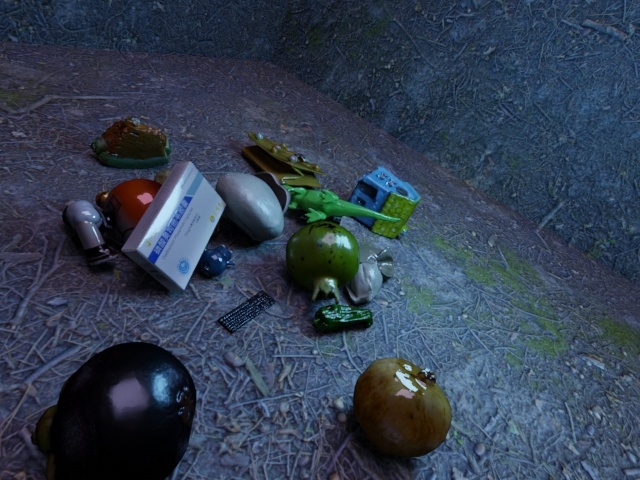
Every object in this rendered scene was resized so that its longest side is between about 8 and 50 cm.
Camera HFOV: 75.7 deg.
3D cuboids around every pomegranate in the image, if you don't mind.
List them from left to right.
[{"bbox_3d":[0.009,0.076,1.390,0.260,0.261,0.341,13,39,-17],"label":"pomegranate"},{"bbox_3d":[0.204,0.412,1.035,0.248,0.248,0.248,17,33,-12],"label":"pomegranate"}]

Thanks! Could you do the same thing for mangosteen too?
[{"bbox_3d":[-0.393,0.335,0.771,0.302,0.275,0.275,-12,36,4],"label":"mangosteen"}]

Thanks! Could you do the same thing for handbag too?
[{"bbox_3d":[-0.176,-0.396,2.019,0.283,0.133,0.401,4,29,-48],"label":"handbag"}]

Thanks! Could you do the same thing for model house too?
[{"bbox_3d":[0.305,-0.166,1.928,0.303,0.237,0.215,34,35,12],"label":"model house"}]

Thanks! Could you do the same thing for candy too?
[{"bbox_3d":[-0.247,-0.127,1.478,0.295,0.295,0.185,35,76,17],"label":"candy"}]

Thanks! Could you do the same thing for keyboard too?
[{"bbox_3d":[-0.218,0.211,1.246,0.061,0.013,0.204,36,34,17],"label":"keyboard"}]

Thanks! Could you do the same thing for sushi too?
[{"bbox_3d":[0.002,-0.108,1.812,0.192,0.051,0.215,10,29,6],"label":"sushi"}]

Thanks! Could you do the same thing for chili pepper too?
[{"bbox_3d":[0.074,0.249,1.327,0.256,0.074,0.100,1,39,-34],"label":"chili pepper"}]

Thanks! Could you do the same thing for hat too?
[{"bbox_3d":[0.192,0.099,1.646,0.173,0.144,0.166,-11,20,30],"label":"hat"}]

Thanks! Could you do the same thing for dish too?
[{"bbox_3d":[-0.204,-0.173,1.644,0.213,0.213,0.090,34,26,15],"label":"dish"}]

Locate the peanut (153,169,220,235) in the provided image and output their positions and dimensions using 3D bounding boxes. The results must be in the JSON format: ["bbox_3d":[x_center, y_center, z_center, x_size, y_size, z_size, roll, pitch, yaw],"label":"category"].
[{"bbox_3d":[-0.477,-0.134,1.451,0.313,0.149,0.149,37,34,20],"label":"peanut"}]

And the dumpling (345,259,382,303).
[{"bbox_3d":[0.153,0.150,1.488,0.136,0.118,0.199,-11,37,18],"label":"dumpling"}]

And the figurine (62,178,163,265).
[{"bbox_3d":[-0.580,-0.077,1.251,0.323,0.196,0.320,-26,58,-38],"label":"figurine"}]

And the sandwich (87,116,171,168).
[{"bbox_3d":[-0.709,-0.372,1.602,0.292,0.212,0.109,6,50,-49],"label":"sandwich"}]

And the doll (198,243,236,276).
[{"bbox_3d":[-0.336,0.064,1.322,0.114,0.085,0.152,35,22,-4],"label":"doll"}]

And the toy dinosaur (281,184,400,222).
[{"bbox_3d":[0.049,-0.142,1.769,0.499,0.144,0.374,13,9,-17],"label":"toy dinosaur"}]

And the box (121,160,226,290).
[{"bbox_3d":[-0.417,-0.048,1.225,0.065,0.200,0.344,-5,49,28],"label":"box"}]
